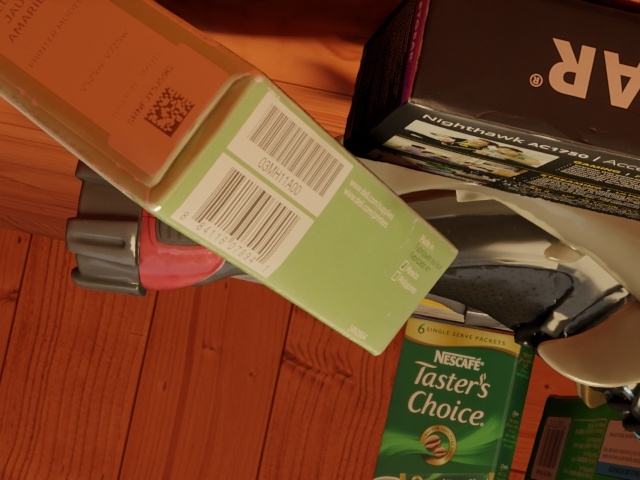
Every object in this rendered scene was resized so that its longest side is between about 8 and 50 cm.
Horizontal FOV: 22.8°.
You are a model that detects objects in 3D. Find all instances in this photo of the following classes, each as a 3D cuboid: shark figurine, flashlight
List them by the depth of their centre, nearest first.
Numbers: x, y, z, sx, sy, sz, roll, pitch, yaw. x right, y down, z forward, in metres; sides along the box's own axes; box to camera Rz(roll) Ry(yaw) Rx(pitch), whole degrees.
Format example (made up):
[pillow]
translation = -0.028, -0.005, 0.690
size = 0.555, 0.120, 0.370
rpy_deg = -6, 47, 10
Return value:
[shark figurine]
translation = 0.136, -0.008, 0.697
size = 0.278, 0.166, 0.116
rpy_deg = 29, 148, -6
[flashlight]
translation = 0.000, 0.000, 0.990
size = 0.304, 0.103, 0.103
rpy_deg = 7, 138, 3

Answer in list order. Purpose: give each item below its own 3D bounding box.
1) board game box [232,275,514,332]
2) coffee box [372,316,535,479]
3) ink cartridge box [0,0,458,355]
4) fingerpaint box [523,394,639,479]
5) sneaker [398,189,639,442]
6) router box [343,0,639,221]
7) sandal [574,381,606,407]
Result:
[board game box]
translation = 0.030, 0.015, 1.281
size = 0.316, 0.064, 0.242
rpy_deg = 14, 175, -27
[coffee box]
translation = 0.108, 0.162, 1.335
size = 0.113, 0.184, 0.040
rpy_deg = 11, 173, 31
[ink cartridge box]
translation = -0.079, -0.059, 0.548
size = 0.235, 0.056, 0.171
rpy_deg = 37, -179, 30
[fingerpaint box]
translation = 0.377, 0.247, 1.239
size = 0.371, 0.163, 0.445
rpy_deg = 17, 173, -3
[sneaker]
translation = 0.179, 0.051, 0.842
size = 0.341, 0.139, 0.125
rpy_deg = 13, 178, -4
[router box]
translation = 0.105, -0.036, 0.516
size = 0.179, 0.046, 0.133
rpy_deg = 12, 176, -7
[sandal]
translation = 0.180, 0.044, 0.989
size = 0.072, 0.049, 0.180
rpy_deg = -24, 148, -10
